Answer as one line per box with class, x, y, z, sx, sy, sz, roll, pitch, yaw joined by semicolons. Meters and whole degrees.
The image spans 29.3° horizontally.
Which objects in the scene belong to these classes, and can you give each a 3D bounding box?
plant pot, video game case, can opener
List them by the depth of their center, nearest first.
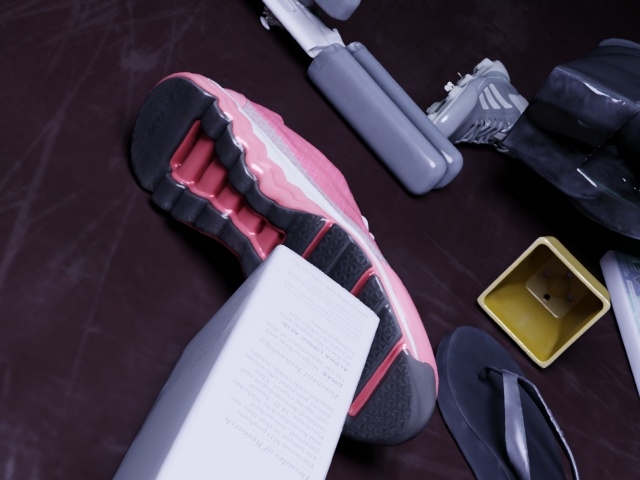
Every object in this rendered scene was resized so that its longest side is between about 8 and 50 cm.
plant pot;0.198;0.046;1.051;0.081;0.081;0.083;46;21;7
can opener;0.032;-0.165;1.124;0.280;0.093;0.074;54;33;11
video game case;0.367;0.108;1.168;0.183;0.023;0.201;16;42;-20

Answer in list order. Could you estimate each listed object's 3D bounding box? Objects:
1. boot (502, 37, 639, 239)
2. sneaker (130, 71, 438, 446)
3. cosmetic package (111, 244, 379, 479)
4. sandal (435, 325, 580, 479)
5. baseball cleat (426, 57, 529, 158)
boot;0.400;-0.089;1.247;0.367;0.146;0.445;22;16;13
sneaker;0.000;-0.001;0.858;0.136;0.116;0.314;-2;50;-52
cosmetic package;-0.050;0.114;0.671;0.085;0.117;0.231;36;34;-9
sandal;0.154;0.163;0.882;0.097;0.054;0.254;16;40;-35
baseball cleat;0.168;-0.121;1.223;0.109;0.072;0.206;48;36;-2
